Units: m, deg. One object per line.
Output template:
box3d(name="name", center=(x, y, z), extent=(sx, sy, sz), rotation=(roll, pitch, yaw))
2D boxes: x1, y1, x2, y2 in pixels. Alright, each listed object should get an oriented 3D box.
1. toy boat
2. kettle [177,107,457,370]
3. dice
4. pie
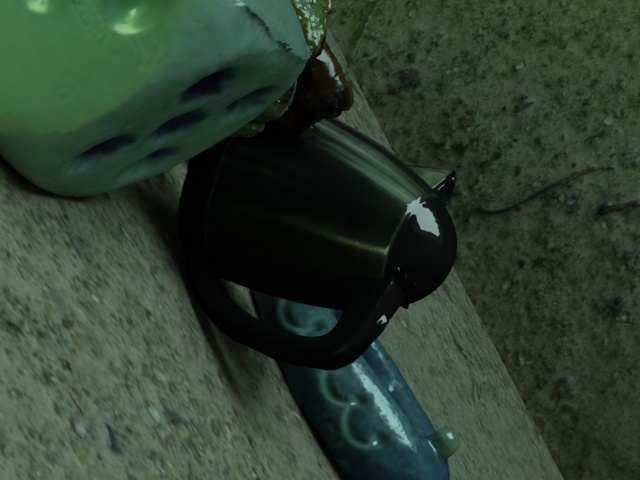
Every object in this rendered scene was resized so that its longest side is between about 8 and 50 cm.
box3d(name="toy boat", center=(0.054, 0.161, 1.840), extent=(0.330, 0.123, 0.215), rotation=(62, 11, 24))
box3d(name="kettle", center=(0.006, -0.016, 1.637), extent=(0.271, 0.207, 0.250), rotation=(21, 28, 26))
box3d(name="dice", center=(-0.189, -0.211, 1.428), extent=(0.268, 0.262, 0.264), rotation=(62, 12, 8))
box3d(name="pie", center=(-0.104, -0.230, 1.585), extent=(0.105, 0.257, 0.274), rotation=(75, 10, -86))
